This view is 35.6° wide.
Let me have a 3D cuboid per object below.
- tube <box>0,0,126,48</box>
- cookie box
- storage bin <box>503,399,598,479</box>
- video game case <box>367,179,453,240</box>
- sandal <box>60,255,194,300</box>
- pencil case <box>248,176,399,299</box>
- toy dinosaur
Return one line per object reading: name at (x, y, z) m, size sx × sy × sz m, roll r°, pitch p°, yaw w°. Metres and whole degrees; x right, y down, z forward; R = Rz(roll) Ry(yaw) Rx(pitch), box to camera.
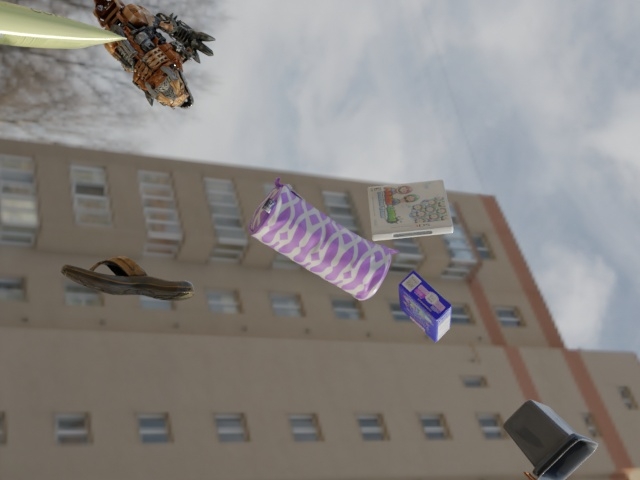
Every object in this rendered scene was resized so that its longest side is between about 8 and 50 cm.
tube at (-0.395, -0.293, 1.376) m, size 0.070 × 0.240 × 0.062 m, roll 54°, pitch -55°, yaw 32°
cookie box at (0.175, 0.111, 1.672) m, size 0.092 × 0.040 × 0.107 m, roll 44°, pitch -15°, yaw 21°
storage bin at (0.311, 0.280, 1.387) m, size 0.098 × 0.135 × 0.091 m, roll -47°, pitch -121°, yaw 9°
video game case at (0.159, -0.057, 1.798) m, size 0.157 × 0.143 × 0.019 m, roll -91°, pitch 174°, yaw -55°
sandal at (-0.314, 0.057, 1.643) m, size 0.090 × 0.219 × 0.060 m, roll 135°, pitch -39°, yaw -71°
pencil case at (0.000, 0.000, 1.356) m, size 0.088 × 0.206 × 0.086 m, roll -62°, pitch -162°, yaw -13°
toy dinosaur at (-0.306, -0.352, 1.742) m, size 0.164 × 0.218 × 0.322 m, roll -23°, pitch -106°, yaw 19°
